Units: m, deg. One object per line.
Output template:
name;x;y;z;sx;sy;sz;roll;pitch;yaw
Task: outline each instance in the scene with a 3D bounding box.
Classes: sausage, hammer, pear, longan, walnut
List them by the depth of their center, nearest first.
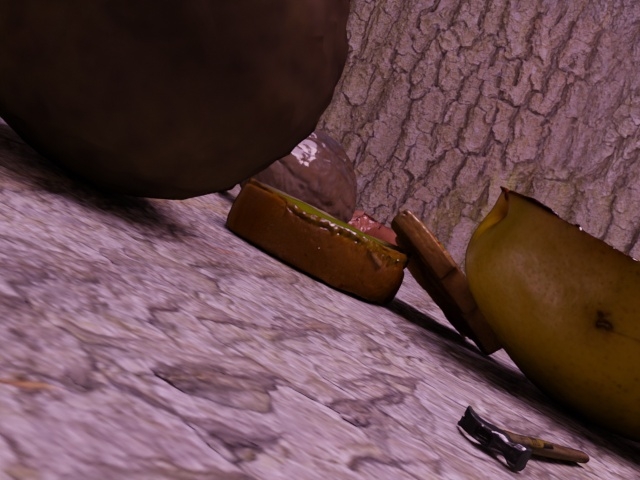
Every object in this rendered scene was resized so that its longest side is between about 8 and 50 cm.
hammer;0.156;0.150;0.696;0.062;0.017;0.182;31;4;37
longan;-0.145;-0.230;0.891;0.391;0.391;0.391;27;4;-2
pear;0.327;0.110;1.049;0.386;0.191;0.340;27;6;5
walnut;-0.029;-0.095;1.525;0.230;0.178;0.178;38;-3;-35
sausage;0.084;-0.011;1.794;0.078;0.078;0.304;30;5;29

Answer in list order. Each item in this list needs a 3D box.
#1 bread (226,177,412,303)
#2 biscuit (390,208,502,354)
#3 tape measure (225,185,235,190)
bread;0.000;0.000;1.159;0.236;0.070;0.236;26;3;-2
biscuit;0.151;0.039;1.204;0.212;0.041;0.239;52;-5;48
tape measure;-0.234;-0.183;1.592;0.260;0.114;0.253;26;5;-16
